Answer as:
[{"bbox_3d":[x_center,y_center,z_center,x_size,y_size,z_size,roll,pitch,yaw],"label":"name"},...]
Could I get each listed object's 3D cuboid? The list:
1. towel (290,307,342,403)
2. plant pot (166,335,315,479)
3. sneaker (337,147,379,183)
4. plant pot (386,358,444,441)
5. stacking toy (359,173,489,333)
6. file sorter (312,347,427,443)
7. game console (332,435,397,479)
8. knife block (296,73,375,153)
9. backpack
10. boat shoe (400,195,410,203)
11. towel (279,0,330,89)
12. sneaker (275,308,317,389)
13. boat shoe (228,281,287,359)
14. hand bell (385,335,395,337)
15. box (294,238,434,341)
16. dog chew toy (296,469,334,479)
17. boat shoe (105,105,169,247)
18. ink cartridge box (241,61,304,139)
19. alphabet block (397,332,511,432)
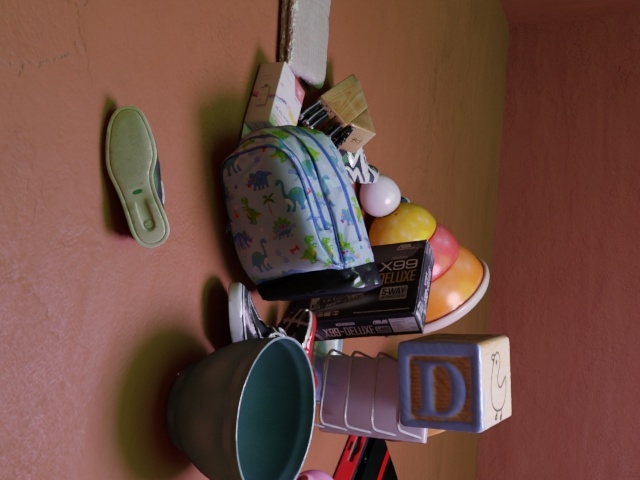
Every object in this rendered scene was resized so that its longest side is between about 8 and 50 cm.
[{"bbox_3d":[-0.017,0.298,1.871,0.285,0.034,0.209,37,57,-59],"label":"towel"},{"bbox_3d":[-0.159,0.319,1.388,0.293,0.196,0.293,-2,92,-63],"label":"plant pot"},{"bbox_3d":[0.092,-0.233,2.009,0.235,0.094,0.153,-9,107,-52],"label":"sneaker"},{"bbox_3d":[0.299,0.464,2.282,0.291,0.290,0.204,-14,88,-63],"label":"plant pot"},{"bbox_3d":[0.254,0.006,2.221,0.480,0.350,0.351,57,38,-20],"label":"stacking toy"},{"bbox_3d":[0.102,0.357,1.763,0.173,0.277,0.193,37,57,-56],"label":"file sorter"},{"bbox_3d":[0.117,0.740,2.136,0.387,0.060,0.342,-60,143,-45],"label":"game console"},{"bbox_3d":[0.011,-0.319,1.834,0.242,0.088,0.276,17,48,-39],"label":"knife block"},{"bbox_3d":[-0.056,-0.060,1.523,0.273,0.290,0.356,4,80,-50],"label":"backpack"},{"bbox_3d":[0.260,-0.048,2.410,0.083,0.065,0.184,-18,100,-62],"label":"boat shoe"},{"bbox_3d":[-0.039,-0.523,1.793,0.187,0.049,0.283,13,80,-62],"label":"towel"},{"bbox_3d":[-0.054,0.292,1.694,0.118,0.107,0.279,15,88,-45],"label":"sneaker"},{"bbox_3d":[-0.120,0.218,1.533,0.113,0.104,0.307,-97,178,-68],"label":"boat shoe"},{"bbox_3d":[0.282,0.268,2.439,0.242,0.126,0.126,-24,112,-50],"label":"hand bell"},{"bbox_3d":[0.106,0.120,1.777,0.243,0.307,0.077,-72,146,-45],"label":"box"},{"bbox_3d":[0.019,0.676,1.780,0.332,0.206,0.207,64,36,-30],"label":"dog chew toy"},{"bbox_3d":[-0.305,-0.105,1.240,0.079,0.083,0.233,-159,-122,-77],"label":"boat shoe"},{"bbox_3d":[-0.103,-0.277,1.639,0.115,0.067,0.198,49,48,-55],"label":"ink cartridge box"},{"bbox_3d":[0.297,0.307,1.648,0.197,0.193,0.193,0,89,-58],"label":"alphabet block"}]
